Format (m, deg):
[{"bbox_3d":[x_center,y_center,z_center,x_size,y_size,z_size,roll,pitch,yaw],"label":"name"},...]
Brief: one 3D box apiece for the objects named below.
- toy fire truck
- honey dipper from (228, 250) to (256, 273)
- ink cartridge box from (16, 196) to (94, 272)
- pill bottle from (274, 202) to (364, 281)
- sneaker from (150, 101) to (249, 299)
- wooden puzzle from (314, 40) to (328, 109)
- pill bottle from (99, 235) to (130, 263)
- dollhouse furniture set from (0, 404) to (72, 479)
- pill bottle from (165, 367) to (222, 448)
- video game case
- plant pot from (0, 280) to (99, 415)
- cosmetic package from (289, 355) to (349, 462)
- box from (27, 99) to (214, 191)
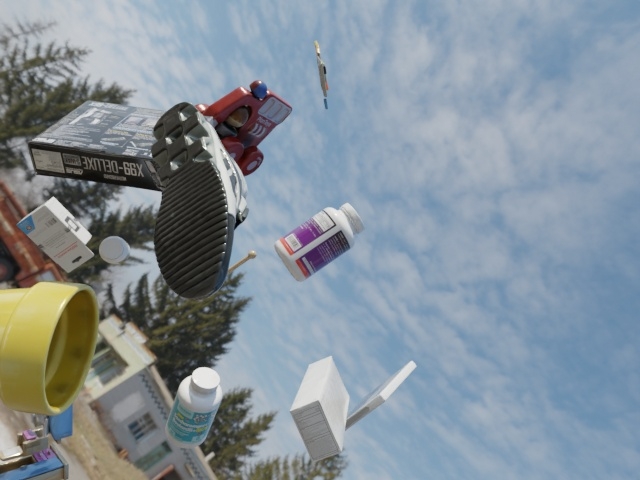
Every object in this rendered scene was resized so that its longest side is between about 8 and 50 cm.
[{"bbox_3d":[-0.224,-0.336,1.398,0.169,0.254,0.302,48,13,14],"label":"toy fire truck"},{"bbox_3d":[-0.202,0.071,1.062,0.031,0.160,0.030,54,12,-17],"label":"honey dipper"},{"bbox_3d":[-0.703,-0.013,1.336,0.180,0.104,0.060,54,11,-25],"label":"ink cartridge box"},{"bbox_3d":[0.000,0.000,1.845,0.182,0.322,0.181,55,-6,9],"label":"pill bottle"},{"bbox_3d":[-0.152,-0.049,0.712,0.146,0.122,0.331,44,25,-49],"label":"sneaker"},{"bbox_3d":[0.005,-0.331,0.988,0.079,0.014,0.116,-98,179,-49],"label":"wooden puzzle"},{"bbox_3d":[-0.492,0.023,1.182,0.065,0.065,0.116,60,-18,-4],"label":"pill bottle"},{"bbox_3d":[-0.839,0.503,1.372,0.286,0.198,0.304,10,-82,45],"label":"dollhouse furniture set"},{"bbox_3d":[-0.415,0.550,1.643,0.146,0.146,0.264,39,-61,31],"label":"pill bottle"},{"bbox_3d":[0.123,0.359,1.121,0.022,0.190,0.173,50,-60,13],"label":"video game case"},{"bbox_3d":[-0.598,0.195,0.963,0.254,0.238,0.254,-171,-90,-85],"label":"plant pot"},{"bbox_3d":[0.004,0.306,0.929,0.239,0.060,0.099,-29,97,-82],"label":"cosmetic package"},{"bbox_3d":[-0.413,-0.210,1.070,0.307,0.243,0.077,8,-54,2],"label":"box"}]
